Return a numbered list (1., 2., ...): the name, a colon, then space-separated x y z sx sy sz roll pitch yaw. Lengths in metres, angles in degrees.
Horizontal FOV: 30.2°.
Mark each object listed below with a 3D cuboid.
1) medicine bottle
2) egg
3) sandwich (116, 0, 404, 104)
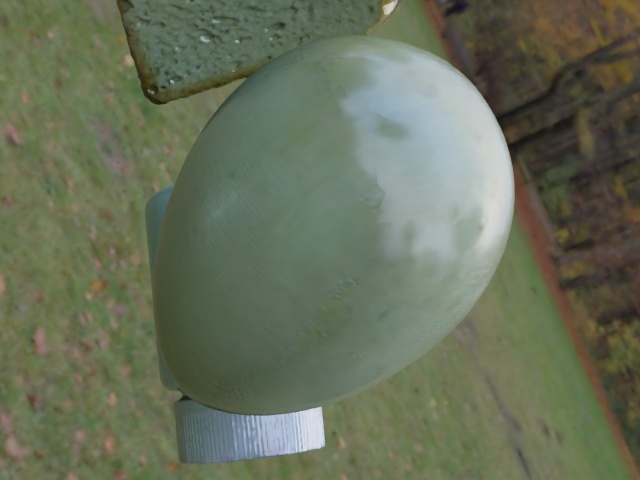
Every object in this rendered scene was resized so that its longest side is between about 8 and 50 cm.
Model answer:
1. medicine bottle: -0.068 0.065 0.983 0.139 0.139 0.225 20 64 -74
2. egg: 0.000 0.000 0.813 0.218 0.295 0.218 35 14 -10
3. sandwich: -0.079 -0.263 0.940 0.100 0.254 0.288 -80 149 -52
